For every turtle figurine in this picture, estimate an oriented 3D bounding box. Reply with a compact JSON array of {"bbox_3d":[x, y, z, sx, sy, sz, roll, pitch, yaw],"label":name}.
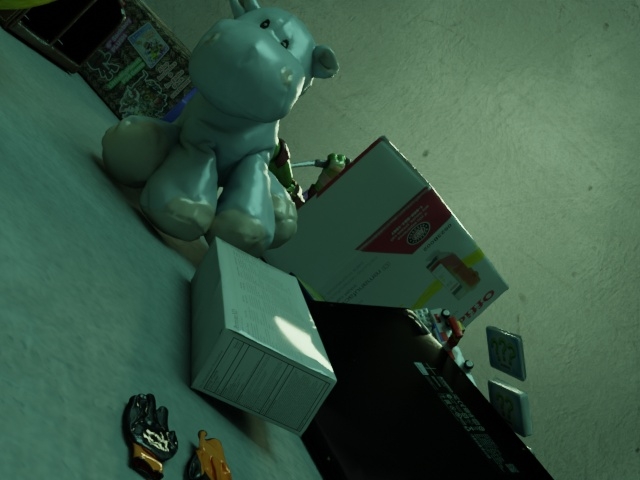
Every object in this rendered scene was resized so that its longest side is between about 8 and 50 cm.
[{"bbox_3d":[-0.055,-0.138,1.322,0.198,0.274,0.266,43,-7,49],"label":"turtle figurine"}]

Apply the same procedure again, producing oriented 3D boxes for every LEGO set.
[{"bbox_3d":[0.176,0.185,0.945,0.244,0.060,0.183,-162,-116,-74],"label":"LEGO set"}]

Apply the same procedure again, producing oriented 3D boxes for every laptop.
[{"bbox_3d":[0.103,0.275,0.853,0.407,0.236,0.382,8,27,-33],"label":"laptop"}]

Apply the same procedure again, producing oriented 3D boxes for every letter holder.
[{"bbox_3d":[-0.395,-0.430,1.082,0.302,0.214,0.152,48,5,20],"label":"letter holder"}]

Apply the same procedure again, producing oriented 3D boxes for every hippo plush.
[{"bbox_3d":[-0.073,-0.135,0.886,0.234,0.236,0.294,42,28,-1],"label":"hippo plush"}]

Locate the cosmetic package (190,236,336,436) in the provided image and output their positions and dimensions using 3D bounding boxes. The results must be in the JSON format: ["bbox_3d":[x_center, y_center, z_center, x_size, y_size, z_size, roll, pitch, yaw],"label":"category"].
[{"bbox_3d":[-0.061,0.074,0.678,0.098,0.060,0.239,30,9,-16],"label":"cosmetic package"}]

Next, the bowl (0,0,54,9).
[{"bbox_3d":[-0.362,-0.309,0.705,0.289,0.156,0.289,46,4,-4],"label":"bowl"}]

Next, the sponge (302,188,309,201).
[{"bbox_3d":[0.000,0.000,1.645,0.210,0.117,0.031,46,6,-19],"label":"sponge"}]

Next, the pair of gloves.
[{"bbox_3d":[-0.082,0.126,0.450,0.083,0.010,0.074,42,8,-25],"label":"pair of gloves"}]

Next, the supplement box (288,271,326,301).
[{"bbox_3d":[-0.018,0.099,0.989,0.083,0.056,0.083,50,6,39],"label":"supplement box"}]

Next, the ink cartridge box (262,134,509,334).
[{"bbox_3d":[0.125,0.050,1.327,0.384,0.279,0.160,42,7,-48],"label":"ink cartridge box"}]

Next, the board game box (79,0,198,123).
[{"bbox_3d":[-0.298,-0.294,1.274,0.291,0.141,0.232,48,4,9],"label":"board game box"}]

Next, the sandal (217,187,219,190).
[{"bbox_3d":[-0.181,-0.080,1.080,0.240,0.088,0.079,-104,-178,-67],"label":"sandal"}]
